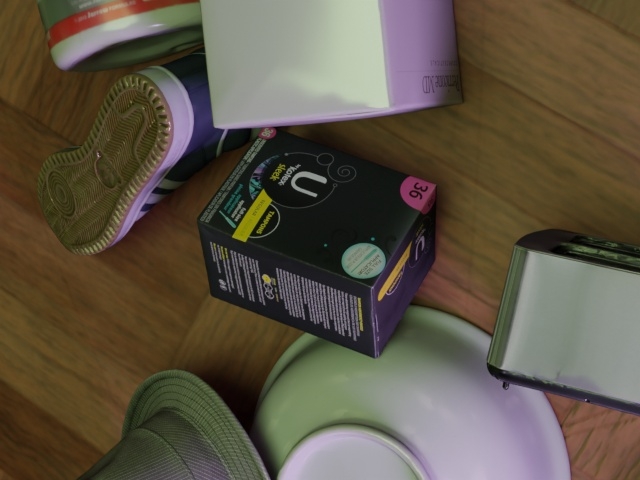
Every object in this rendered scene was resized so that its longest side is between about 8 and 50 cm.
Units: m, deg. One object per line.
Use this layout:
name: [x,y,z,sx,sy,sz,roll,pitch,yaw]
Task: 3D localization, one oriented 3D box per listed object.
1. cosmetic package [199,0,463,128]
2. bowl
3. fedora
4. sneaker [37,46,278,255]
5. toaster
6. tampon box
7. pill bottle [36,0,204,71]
cosmetic package: [-0.001,-0.275,1.063,0.155,0.197,0.365,-5,96,22]
bowl: [0.050,0.209,1.138,0.298,0.134,0.297,3,98,22]
fedora: [-0.151,0.255,1.172,0.243,0.124,0.275,54,143,26]
sneaker: [-0.142,-0.083,1.209,0.099,0.153,0.282,57,143,4]
toaster: [0.218,0.063,1.034,0.186,0.168,0.110,13,99,19]
tampon box: [0.000,0.000,1.121,0.161,0.120,0.101,20,145,19]
pill bottle: [-0.185,-0.299,1.153,0.161,0.161,0.283,-15,90,23]
